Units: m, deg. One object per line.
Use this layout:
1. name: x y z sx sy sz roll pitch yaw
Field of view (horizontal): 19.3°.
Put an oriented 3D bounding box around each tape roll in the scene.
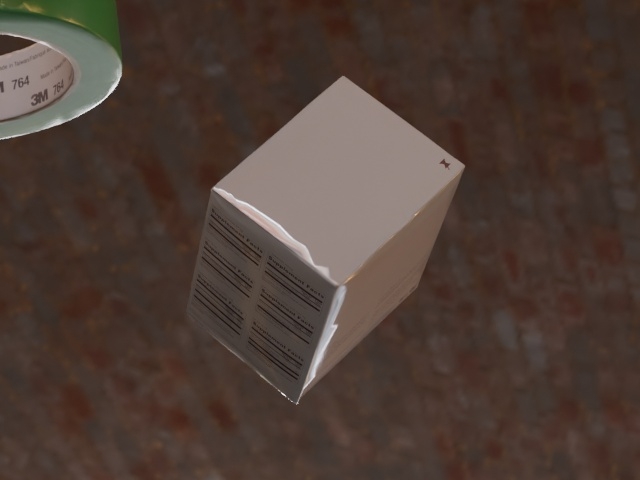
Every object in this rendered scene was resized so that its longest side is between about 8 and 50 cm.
1. tape roll: -0.357 -0.188 1.843 0.321 0.077 0.321 -6 -18 -2

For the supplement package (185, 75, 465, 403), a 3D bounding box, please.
1. supplement package: 0.000 0.000 1.740 0.149 0.194 0.203 38 -34 15
